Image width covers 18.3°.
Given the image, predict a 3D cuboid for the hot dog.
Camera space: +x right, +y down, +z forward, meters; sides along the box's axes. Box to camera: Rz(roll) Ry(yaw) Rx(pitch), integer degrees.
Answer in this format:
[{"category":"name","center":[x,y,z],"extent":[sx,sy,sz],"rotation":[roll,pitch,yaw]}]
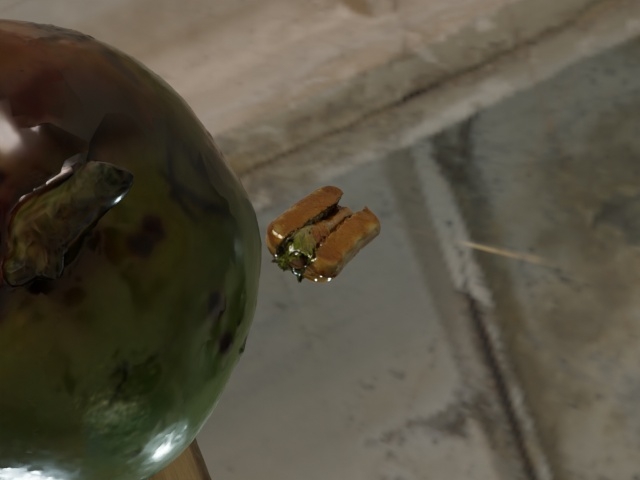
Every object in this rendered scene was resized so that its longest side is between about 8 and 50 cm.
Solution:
[{"category":"hot dog","center":[0.000,0.000,0.829],"extent":[0.037,0.083,0.021],"rotation":[36,-64,10]}]

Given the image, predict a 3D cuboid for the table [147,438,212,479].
[{"category":"table","center":[-0.110,0.151,1.048],"extent":[0.167,0.167,0.226],"rotation":[-12,-116,-25]}]

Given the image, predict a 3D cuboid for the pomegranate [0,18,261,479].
[{"category":"pomegranate","center":[-0.104,-0.005,0.628],"extent":[0.156,0.220,0.156],"rotation":[-6,-67,-15]}]
